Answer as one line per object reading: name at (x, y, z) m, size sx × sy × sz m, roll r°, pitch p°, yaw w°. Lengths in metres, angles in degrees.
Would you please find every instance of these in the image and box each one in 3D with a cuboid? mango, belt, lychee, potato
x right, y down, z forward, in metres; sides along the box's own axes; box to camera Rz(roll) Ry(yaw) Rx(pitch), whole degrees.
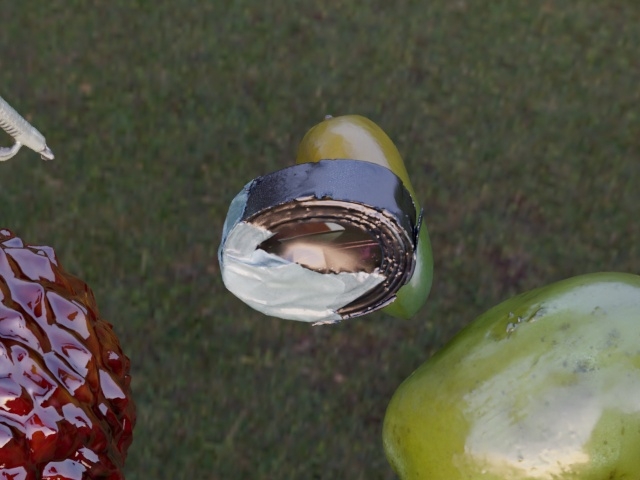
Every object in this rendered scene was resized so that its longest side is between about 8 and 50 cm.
mango at (0.045, -0.026, 1.776) m, size 0.114 × 0.156 × 0.251 m, roll -12°, pitch 44°, yaw -4°
belt at (0.000, 0.000, 1.149) m, size 0.140 × 0.105 × 0.058 m, roll -7°, pitch 35°, yaw 9°
lychee at (-0.341, 0.172, 1.450) m, size 0.500 × 0.424 × 0.424 m, roll 30°, pitch 45°, yaw -17°
potato at (0.207, 0.150, 1.518) m, size 0.304 × 0.216 × 0.215 m, roll -36°, pitch 52°, yaw 14°

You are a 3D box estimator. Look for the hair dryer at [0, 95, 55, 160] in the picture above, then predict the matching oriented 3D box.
hair dryer at (-0.194, -0.133, 0.831) m, size 0.199 × 0.167 × 0.067 m, roll 13°, pitch -1°, yaw -42°
